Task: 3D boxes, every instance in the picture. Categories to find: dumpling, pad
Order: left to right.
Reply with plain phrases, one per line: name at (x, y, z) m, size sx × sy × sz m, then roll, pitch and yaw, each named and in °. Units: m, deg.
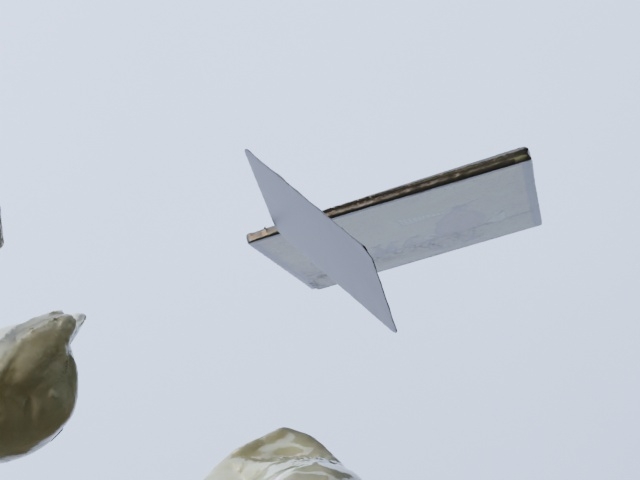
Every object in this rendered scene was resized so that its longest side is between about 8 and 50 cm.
dumpling at (-0.274, 0.128, 1.287) m, size 0.199 × 0.118 × 0.136 m, roll -49°, pitch -11°, yaw -14°
dumpling at (-0.029, 0.238, 1.169) m, size 0.167 × 0.215 × 0.126 m, roll -7°, pitch -24°, yaw -14°
pad at (0.000, 0.000, 1.164) m, size 0.003 × 0.157 × 0.112 m, roll -39°, pitch -37°, yaw -14°

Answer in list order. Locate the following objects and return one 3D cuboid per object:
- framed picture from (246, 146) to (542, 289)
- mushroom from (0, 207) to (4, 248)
framed picture at (0.084, -0.011, 1.441) m, size 0.255 × 0.014 × 0.338 m, roll -17°, pitch -12°, yaw 6°
mushroom at (-0.254, -0.074, 0.884) m, size 0.209 × 0.084 × 0.071 m, roll 62°, pitch -159°, yaw -15°
